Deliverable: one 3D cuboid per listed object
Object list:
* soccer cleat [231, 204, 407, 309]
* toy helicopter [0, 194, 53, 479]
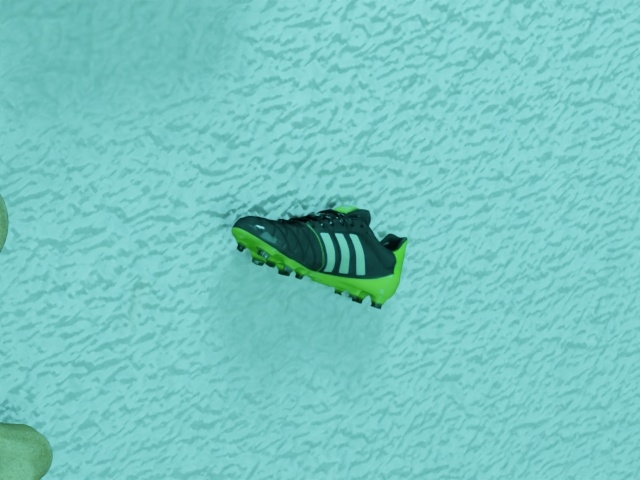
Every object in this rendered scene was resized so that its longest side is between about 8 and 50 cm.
[{"bbox_3d":[0.000,0.000,1.431,0.179,0.060,0.072,22,85,-43],"label":"soccer cleat"},{"bbox_3d":[-0.300,0.120,1.254,0.235,0.140,0.355,8,92,-26],"label":"toy helicopter"}]
